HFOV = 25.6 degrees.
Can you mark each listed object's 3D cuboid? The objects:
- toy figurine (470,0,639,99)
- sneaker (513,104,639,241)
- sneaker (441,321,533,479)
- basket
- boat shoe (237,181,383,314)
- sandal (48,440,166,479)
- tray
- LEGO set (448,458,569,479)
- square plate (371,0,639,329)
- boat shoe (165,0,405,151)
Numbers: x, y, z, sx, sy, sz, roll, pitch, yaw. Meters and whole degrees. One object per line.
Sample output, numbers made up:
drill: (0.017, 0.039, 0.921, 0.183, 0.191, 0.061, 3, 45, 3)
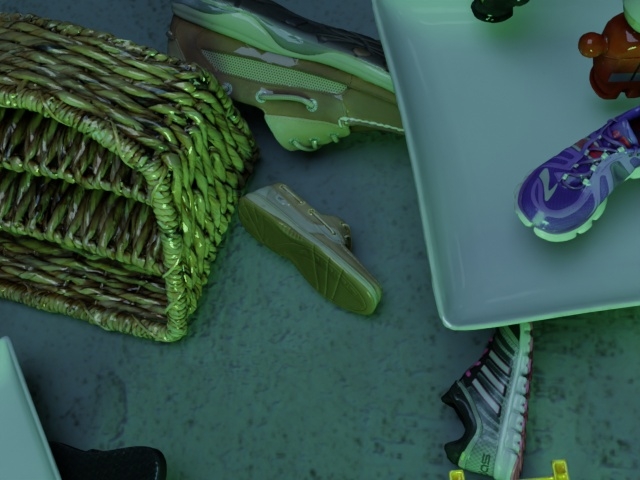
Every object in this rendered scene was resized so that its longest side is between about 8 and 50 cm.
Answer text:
toy figurine: (0.250, -0.254, 1.203, 0.213, 0.148, 0.209, 36, 63, 13)
sneaker: (0.224, -0.067, 1.146, 0.170, 0.071, 0.068, -39, 73, -22)
sneaker: (0.142, 0.121, 1.200, 0.075, 0.063, 0.170, 5, 72, 11)
basket: (-0.242, -0.064, 1.307, 0.299, 0.213, 0.223, 15, 70, 22)
boat shoe: (0.000, 0.000, 1.297, 0.170, 0.063, 0.059, 40, 57, 21)
sandal: (-0.204, 0.215, 1.258, 0.179, 0.040, 0.067, -5, 72, 31)
tray: (-0.278, 0.231, 1.258, 0.145, 0.030, 0.270, -43, 54, 21)
LEGO set: (0.191, 0.252, 1.114, 0.287, 0.107, 0.132, 16, 70, 3)
square plate: (0.237, -0.088, 1.226, 0.347, 0.049, 0.344, -5, 64, -9)
boat shoe: (-0.004, -0.145, 1.347, 0.324, 0.123, 0.116, 24, 108, 15)
